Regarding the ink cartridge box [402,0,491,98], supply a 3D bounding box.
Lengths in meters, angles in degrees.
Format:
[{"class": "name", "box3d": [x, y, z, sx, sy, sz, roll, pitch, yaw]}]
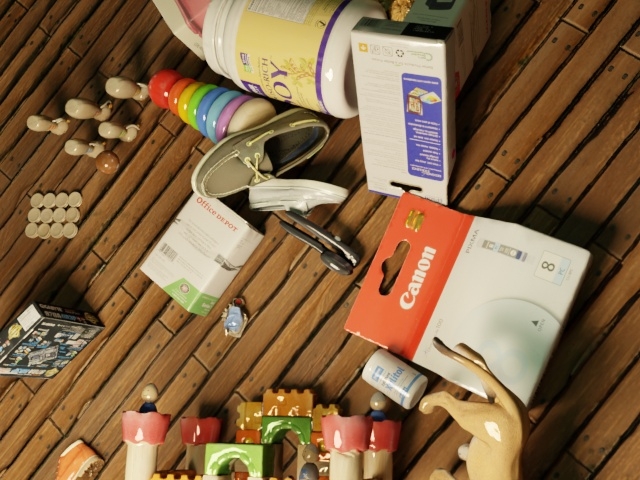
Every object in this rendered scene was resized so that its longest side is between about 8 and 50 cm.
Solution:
[{"class": "ink cartridge box", "box3d": [0.240, -0.395, 1.514, 0.100, 0.172, 0.237, 16, 59, 25]}]

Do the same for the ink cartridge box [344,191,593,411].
[{"class": "ink cartridge box", "box3d": [0.259, 0.098, 1.463, 0.384, 0.091, 0.308, 23, 86, 21]}]

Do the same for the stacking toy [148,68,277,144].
[{"class": "stacking toy", "box3d": [-0.258, -0.292, 1.745, 0.330, 0.141, 0.141, 27, 87, 29]}]

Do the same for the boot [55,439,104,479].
[{"class": "boot", "box3d": [-0.540, 0.503, 1.688, 0.084, 0.059, 0.158, 37, 83, 27]}]

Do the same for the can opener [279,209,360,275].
[{"class": "can opener", "box3d": [0.000, 0.000, 1.587, 0.186, 0.073, 0.059, 39, 96, 10]}]

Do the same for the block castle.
[{"class": "block castle", "box3d": [-0.096, 0.364, 1.419, 0.452, 0.303, 0.213, -4, 75, 19]}]

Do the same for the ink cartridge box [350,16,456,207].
[{"class": "ink cartridge box", "box3d": [0.162, -0.231, 1.482, 0.175, 0.371, 0.069, 14, 46, 23]}]

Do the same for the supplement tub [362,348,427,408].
[{"class": "supplement tub", "box3d": [0.140, 0.259, 1.483, 0.107, 0.071, 0.071, 30, 88, 24]}]

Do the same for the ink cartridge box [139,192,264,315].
[{"class": "ink cartridge box", "box3d": [-0.248, 0.023, 1.675, 0.160, 0.092, 0.219, 37, 91, 24]}]

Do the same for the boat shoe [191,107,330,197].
[{"class": "boat shoe", "box3d": [-0.119, -0.173, 1.611, 0.305, 0.109, 0.091, -32, 34, -18]}]

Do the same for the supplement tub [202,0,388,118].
[{"class": "supplement tub", "box3d": [-0.050, -0.404, 1.629, 0.331, 0.241, 0.241, 20, 84, 24]}]

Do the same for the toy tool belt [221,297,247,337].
[{"class": "toy tool belt", "box3d": [-0.178, 0.157, 1.638, 0.052, 0.051, 0.083, 5, 78, 21]}]

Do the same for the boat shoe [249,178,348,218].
[{"class": "boat shoe", "box3d": [-0.048, -0.082, 1.642, 0.227, 0.079, 0.081, 5, 85, 28]}]

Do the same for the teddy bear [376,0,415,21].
[{"class": "teddy bear", "box3d": [0.132, -0.598, 1.571, 0.245, 0.113, 0.338, 41, 134, 34]}]

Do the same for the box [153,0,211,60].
[{"class": "box", "box3d": [-0.233, -0.544, 1.782, 0.232, 0.148, 0.127, -36, 68, 10]}]

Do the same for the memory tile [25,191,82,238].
[{"class": "memory tile", "box3d": [-0.635, -0.059, 1.886, 0.147, 0.012, 0.113, 0, 77, 20]}]

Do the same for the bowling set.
[{"class": "bowling set", "box3d": [-0.512, -0.241, 1.835, 0.286, 0.154, 0.200, -18, 90, 14]}]

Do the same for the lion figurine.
[{"class": "lion figurine", "box3d": [0.286, 0.353, 1.290, 0.142, 0.392, 0.240, -30, 31, -23]}]

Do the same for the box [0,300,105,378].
[{"class": "box", "box3d": [-0.589, 0.217, 1.686, 0.175, 0.220, 0.051, -44, 69, 6]}]
